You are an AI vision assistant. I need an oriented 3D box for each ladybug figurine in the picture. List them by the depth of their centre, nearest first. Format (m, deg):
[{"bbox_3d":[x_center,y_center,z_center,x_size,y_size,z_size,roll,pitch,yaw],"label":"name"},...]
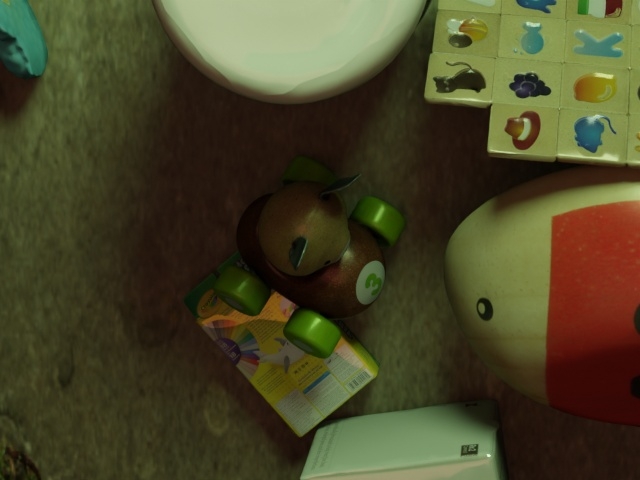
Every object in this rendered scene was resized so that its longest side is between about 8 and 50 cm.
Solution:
[{"bbox_3d":[0.330,0.060,1.537,0.449,0.162,0.305,-2,144,11],"label":"ladybug figurine"}]

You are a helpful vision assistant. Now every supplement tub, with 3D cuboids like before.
[{"bbox_3d":[-0.012,-0.244,1.494,0.228,0.316,0.228,1,101,6],"label":"supplement tub"}]

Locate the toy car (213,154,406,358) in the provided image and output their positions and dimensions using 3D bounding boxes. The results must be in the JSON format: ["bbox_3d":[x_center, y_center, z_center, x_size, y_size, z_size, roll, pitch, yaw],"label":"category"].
[{"bbox_3d":[0.000,0.000,1.585,0.149,0.188,0.155,31,75,-1],"label":"toy car"}]

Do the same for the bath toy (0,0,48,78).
[{"bbox_3d":[-0.434,-0.136,1.660,0.348,0.129,0.151,-30,97,12],"label":"bath toy"}]

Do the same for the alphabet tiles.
[{"bbox_3d":[0.267,-0.165,1.523,0.342,0.285,0.011,5,139,5],"label":"alphabet tiles"}]

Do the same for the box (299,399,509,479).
[{"bbox_3d":[0.086,0.238,1.652,0.182,0.181,0.119,-8,100,8],"label":"box"}]

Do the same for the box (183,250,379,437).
[{"bbox_3d":[-0.039,0.091,1.708,0.105,0.043,0.179,-40,97,12],"label":"box"}]
